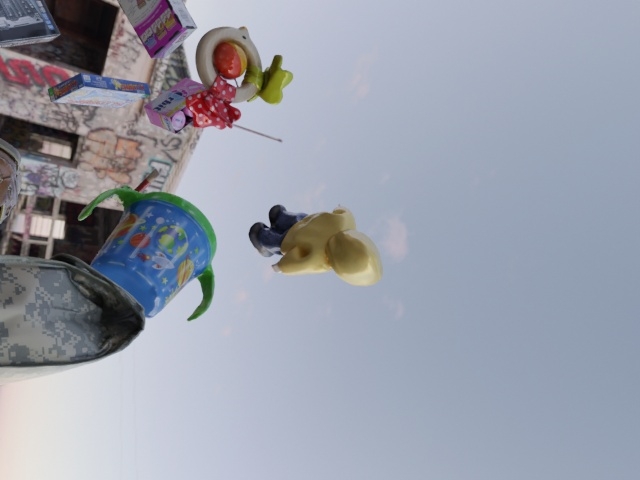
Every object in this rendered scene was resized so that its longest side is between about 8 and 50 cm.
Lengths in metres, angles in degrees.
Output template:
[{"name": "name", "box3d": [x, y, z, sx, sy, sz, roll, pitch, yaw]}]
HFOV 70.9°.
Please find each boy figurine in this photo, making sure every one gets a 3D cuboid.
[{"name": "boy figurine", "box3d": [0.000, 0.000, 0.788, 0.285, 0.092, 0.177, 15, -127, 44]}]

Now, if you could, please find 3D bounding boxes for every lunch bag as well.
[{"name": "lunch bag", "box3d": [-0.421, 0.116, 0.631, 0.235, 0.287, 0.169, -22, -111, 44]}]

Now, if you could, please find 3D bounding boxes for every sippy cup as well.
[{"name": "sippy cup", "box3d": [-0.379, 0.045, 0.995, 0.224, 0.305, 0.240, -71, -178, -53]}]

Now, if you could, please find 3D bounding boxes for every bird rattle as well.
[{"name": "bird rattle", "box3d": [-0.207, -0.372, 1.025, 0.143, 0.253, 0.207, 11, -53, 57]}]

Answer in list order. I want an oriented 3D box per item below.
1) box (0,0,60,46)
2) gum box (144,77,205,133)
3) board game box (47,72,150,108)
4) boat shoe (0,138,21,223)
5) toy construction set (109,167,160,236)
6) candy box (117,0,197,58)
[{"name": "box", "box3d": [-0.937, -0.714, 1.267, 0.076, 0.242, 0.308, -4, -66, 37]}, {"name": "gum box", "box3d": [-0.417, -0.411, 1.352, 0.107, 0.188, 0.062, 25, -33, 21]}, {"name": "board game box", "box3d": [-0.567, -0.384, 1.164, 0.136, 0.201, 0.035, -8, -83, 29]}, {"name": "boat shoe", "box3d": [-0.607, -0.105, 0.810, 0.307, 0.110, 0.105, 146, -48, -65]}, {"name": "toy construction set", "box3d": [-0.481, -0.083, 1.366, 0.237, 0.257, 0.309, -33, -109, 30]}, {"name": "candy box", "box3d": [-0.481, -0.671, 1.289, 0.159, 0.071, 0.233, -23, -78, 32]}]
